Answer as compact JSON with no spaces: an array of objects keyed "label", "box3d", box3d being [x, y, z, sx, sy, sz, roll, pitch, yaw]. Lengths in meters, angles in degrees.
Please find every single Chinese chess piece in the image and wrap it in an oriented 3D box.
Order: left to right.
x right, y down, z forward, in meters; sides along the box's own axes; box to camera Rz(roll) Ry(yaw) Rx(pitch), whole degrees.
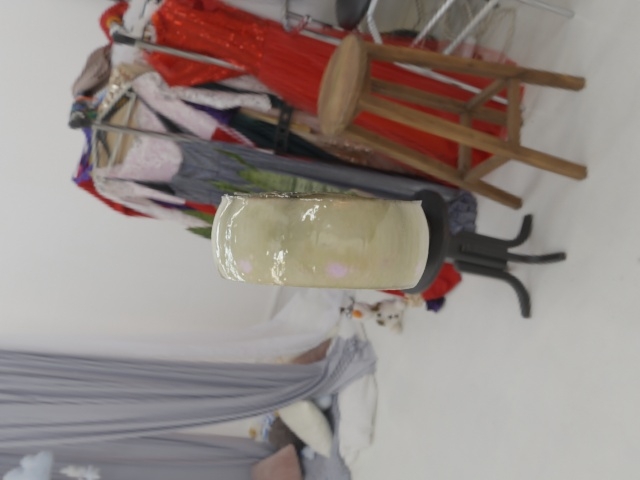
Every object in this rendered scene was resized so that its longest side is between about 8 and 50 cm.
[{"label":"Chinese chess piece","box3d":[0.000,0.000,0.395,0.122,0.122,0.051,-174,85,-70]}]
